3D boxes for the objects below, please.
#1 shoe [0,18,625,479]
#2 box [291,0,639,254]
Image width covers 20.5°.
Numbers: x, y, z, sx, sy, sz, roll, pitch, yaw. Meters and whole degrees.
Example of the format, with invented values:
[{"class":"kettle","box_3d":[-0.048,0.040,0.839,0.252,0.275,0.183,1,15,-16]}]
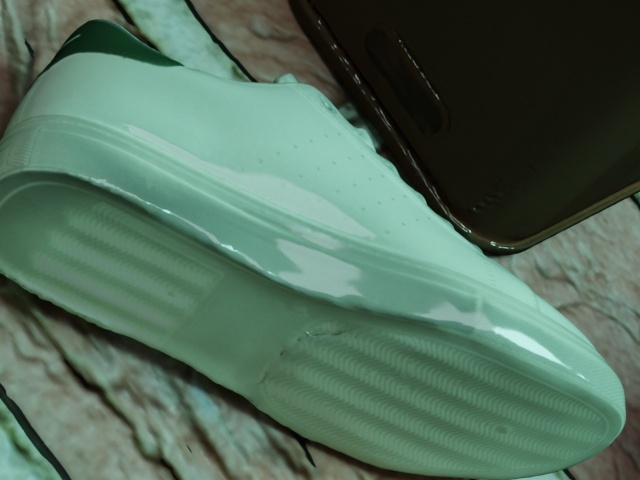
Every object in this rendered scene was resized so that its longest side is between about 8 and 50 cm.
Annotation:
[{"class":"shoe","box_3d":[0.000,0.000,0.945,0.363,0.132,0.160,24,45,-16]},{"class":"box","box_3d":[0.198,-0.176,1.127,0.339,0.229,0.239,-24,78,-43]}]
